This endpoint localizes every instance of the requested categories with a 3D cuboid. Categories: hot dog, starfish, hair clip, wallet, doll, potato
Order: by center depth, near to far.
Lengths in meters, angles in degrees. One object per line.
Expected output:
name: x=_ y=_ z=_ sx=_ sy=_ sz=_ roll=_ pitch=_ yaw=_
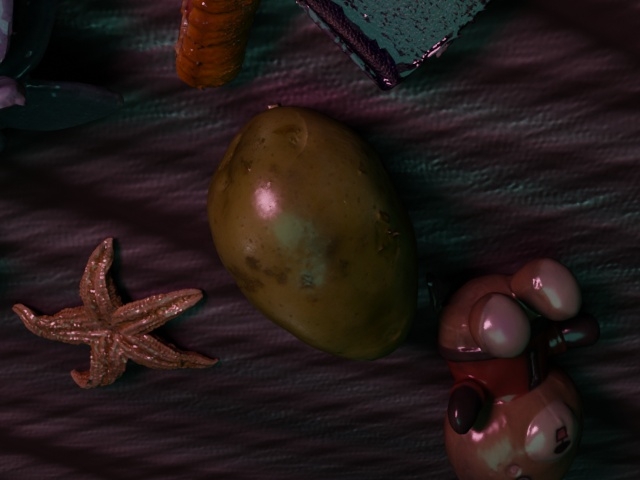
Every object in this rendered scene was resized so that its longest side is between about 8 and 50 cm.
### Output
hair clip: x=-0.393 y=-0.191 z=0.859 sx=0.318 sy=0.392 sz=0.238 roll=-13 pitch=95 yaw=13
hot dog: x=-0.091 y=-0.245 z=0.864 sx=0.083 sy=0.068 sz=0.289 roll=5 pitch=146 yaw=-12
wallet: x=0.086 y=-0.304 z=0.881 sx=0.262 sy=0.071 sz=0.221 roll=-39 pitch=108 yaw=21
potato: x=-0.002 y=-0.001 z=0.991 sx=0.216 sy=0.216 sz=0.304 roll=-15 pitch=131 yaw=13
doll: x=0.223 y=0.175 z=1.114 sx=0.174 sy=0.235 sz=0.330 roll=15 pitch=127 yaw=47
starfish: x=-0.260 y=0.104 z=1.176 sx=0.277 sy=0.062 sz=0.235 roll=19 pitch=117 yaw=-4
